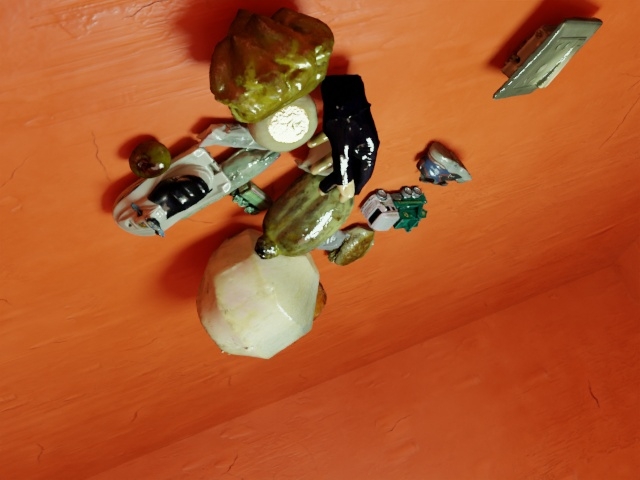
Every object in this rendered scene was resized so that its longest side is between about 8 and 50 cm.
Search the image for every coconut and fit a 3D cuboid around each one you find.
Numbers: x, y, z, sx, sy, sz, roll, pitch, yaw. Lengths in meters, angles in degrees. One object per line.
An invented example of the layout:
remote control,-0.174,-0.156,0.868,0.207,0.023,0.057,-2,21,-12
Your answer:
coconut,-0.164,0.140,1.913,0.352,0.353,0.353,-21,154,-11

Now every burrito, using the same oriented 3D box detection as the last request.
burrito,-0.173,-0.230,1.523,0.203,0.064,0.064,-4,146,-36
burrito,-0.230,-0.142,1.624,0.309,0.066,0.096,-30,159,8

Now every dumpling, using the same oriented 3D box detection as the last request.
dumpling,0.032,-0.214,1.707,0.169,0.100,0.134,-41,-179,11

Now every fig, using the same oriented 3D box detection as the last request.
fig,-0.351,-0.173,1.459,0.084,0.082,0.098,-58,-178,26

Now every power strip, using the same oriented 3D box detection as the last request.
power strip,0.548,-0.465,1.722,0.251,0.092,0.257,-12,151,-46

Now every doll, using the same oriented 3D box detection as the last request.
doll,0.000,0.000,2.105,0.180,0.079,0.094,-15,131,5

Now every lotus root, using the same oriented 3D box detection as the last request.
lotus root,-0.046,-0.067,1.785,0.309,0.173,0.173,-41,153,4

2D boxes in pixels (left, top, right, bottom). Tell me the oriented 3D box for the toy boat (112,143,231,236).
toy boat,-0.334,-0.091,1.530,0.269,0.141,0.141,-37,154,1

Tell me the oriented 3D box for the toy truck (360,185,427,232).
toy truck,0.235,-0.086,2.105,0.216,0.116,0.110,-5,147,-38

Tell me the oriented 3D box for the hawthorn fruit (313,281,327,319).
hawthorn fruit,-0.063,0.185,2.263,0.207,0.207,0.243,-42,155,29

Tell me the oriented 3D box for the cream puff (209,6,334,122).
cream puff,-0.093,-0.319,1.268,0.244,0.196,0.244,-59,-174,10

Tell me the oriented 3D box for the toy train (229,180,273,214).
toy train,-0.176,-0.106,1.772,0.071,0.038,0.148,-31,155,10

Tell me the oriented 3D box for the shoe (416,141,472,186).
shoe,0.353,-0.197,2.022,0.125,0.099,0.227,-44,145,17

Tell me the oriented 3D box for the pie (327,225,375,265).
pie,0.106,0.018,2.231,0.163,0.079,0.193,-19,154,-23

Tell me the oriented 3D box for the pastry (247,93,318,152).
pastry,-0.078,-0.258,1.478,0.156,0.092,0.156,-10,126,-14

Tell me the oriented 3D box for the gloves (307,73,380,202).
gloves,0.054,-0.209,1.545,0.152,0.197,0.301,8,130,-9
